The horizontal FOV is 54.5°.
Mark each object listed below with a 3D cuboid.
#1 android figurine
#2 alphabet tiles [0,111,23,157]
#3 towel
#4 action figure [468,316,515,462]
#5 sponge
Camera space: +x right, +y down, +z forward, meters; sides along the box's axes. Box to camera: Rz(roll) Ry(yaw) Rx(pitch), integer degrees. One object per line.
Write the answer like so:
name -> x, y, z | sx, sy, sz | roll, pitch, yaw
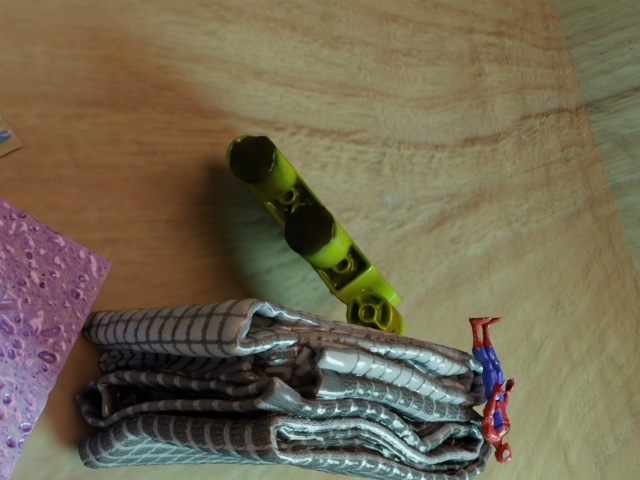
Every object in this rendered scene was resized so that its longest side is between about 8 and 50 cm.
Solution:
android figurine -> 0.000, 0.000, 0.620 | 0.248, 0.056, 0.273 | 51, 0, 21
alphabet tiles -> -0.342, -0.125, 0.398 | 0.198, 0.009, 0.237 | -47, 113, -46
towel -> -0.026, 0.133, 0.504 | 0.283, 0.235, 0.121 | 21, 68, -44
action figure -> 0.142, 0.120, 0.503 | 0.038, 0.030, 0.115 | 12, 73, -57
sponge -> -0.239, 0.075, 0.431 | 0.117, 0.031, 0.210 | 40, 50, -34
